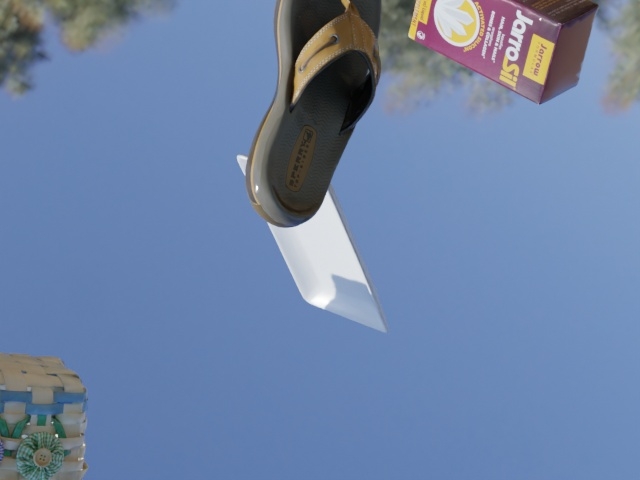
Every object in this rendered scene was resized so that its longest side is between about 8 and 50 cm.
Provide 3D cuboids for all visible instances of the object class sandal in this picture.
[{"bbox_3d":[0.004,-0.116,0.961,0.090,0.219,0.060,23,168,-35],"label":"sandal"}]

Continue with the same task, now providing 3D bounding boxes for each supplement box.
[{"bbox_3d":[0.201,-0.243,1.495,0.188,0.104,0.081,33,-139,28],"label":"supplement box"}]

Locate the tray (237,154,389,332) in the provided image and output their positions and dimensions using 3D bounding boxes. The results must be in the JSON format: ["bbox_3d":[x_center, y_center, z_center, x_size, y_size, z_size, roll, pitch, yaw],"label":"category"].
[{"bbox_3d":[0.000,0.000,1.646,0.145,0.270,0.030,19,-123,37],"label":"tray"}]

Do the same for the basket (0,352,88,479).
[{"bbox_3d":[-0.409,0.279,1.602,0.255,0.289,0.201,7,-164,-29],"label":"basket"}]
